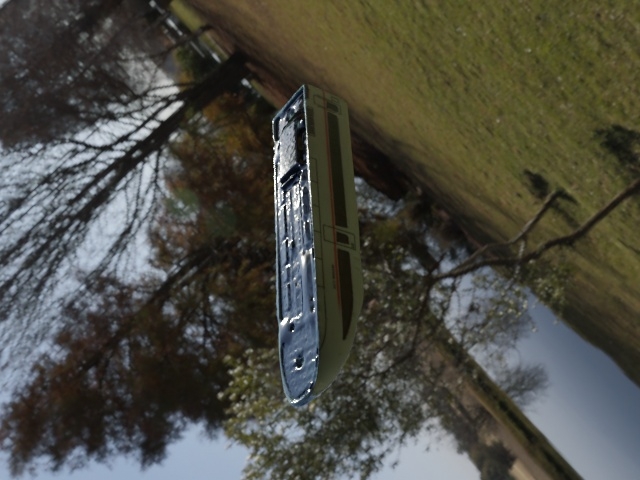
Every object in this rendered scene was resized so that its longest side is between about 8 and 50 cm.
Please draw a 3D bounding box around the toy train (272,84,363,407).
[{"bbox_3d":[0.000,0.000,0.776,0.088,0.086,0.407,18,-127,-30],"label":"toy train"}]
